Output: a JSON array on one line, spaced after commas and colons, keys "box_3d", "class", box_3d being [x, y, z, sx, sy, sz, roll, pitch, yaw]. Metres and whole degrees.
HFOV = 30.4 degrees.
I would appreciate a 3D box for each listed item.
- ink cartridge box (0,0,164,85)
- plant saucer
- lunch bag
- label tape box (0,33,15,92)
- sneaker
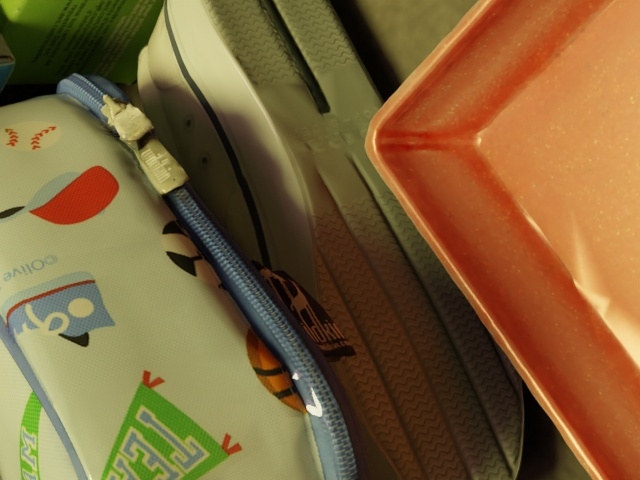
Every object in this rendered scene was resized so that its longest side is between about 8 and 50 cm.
[{"box_3d": [-0.142, -0.229, 0.556, 0.189, 0.097, 0.255, -48, 65, 34], "class": "ink cartridge box"}, {"box_3d": [0.168, -0.018, 0.362, 0.259, 0.047, 0.258, -46, 68, 33], "class": "plant saucer"}, {"box_3d": [-0.086, 0.088, 0.478, 0.243, 0.115, 0.303, 49, 147, 37], "class": "lunch bag"}, {"box_3d": [-0.303, -0.131, 0.583, 0.334, 0.106, 0.241, 57, 132, 18], "class": "label tape box"}, {"box_3d": [0.000, 0.000, 0.488, 0.091, 0.094, 0.258, -45, 62, 53], "class": "sneaker"}]
